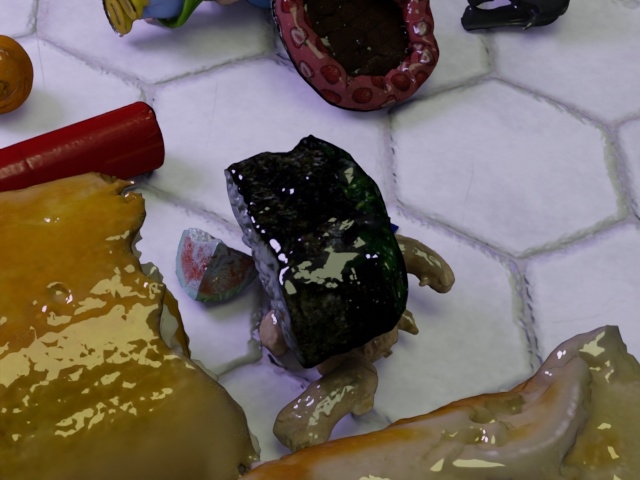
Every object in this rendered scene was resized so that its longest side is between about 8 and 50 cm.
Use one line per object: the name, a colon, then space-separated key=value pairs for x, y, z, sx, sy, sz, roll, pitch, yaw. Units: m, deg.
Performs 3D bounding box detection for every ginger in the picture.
ginger: x=0.009 y=0.087 z=1.302 sx=0.149 sy=0.065 sz=0.258 roll=16 pitch=51 yaw=22

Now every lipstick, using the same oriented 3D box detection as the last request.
lipstick: x=-0.280 y=-0.061 z=1.375 sx=0.280 sy=0.073 sz=0.073 roll=-22 pitch=54 yaw=-28

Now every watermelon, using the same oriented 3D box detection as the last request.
watermelon: x=-0.102 y=0.013 z=1.343 sx=0.085 sy=0.061 sz=0.085 roll=8 pitch=53 yaw=-11

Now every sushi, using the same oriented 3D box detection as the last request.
sushi: x=0.000 y=0.000 z=1.261 sx=0.127 sy=0.124 sz=0.225 roll=-19 pitch=41 yaw=-5

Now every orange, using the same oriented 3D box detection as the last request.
orange: x=-0.331 y=-0.168 z=1.461 sx=0.083 sy=0.083 sz=0.083 roll=6 pitch=46 yaw=-6

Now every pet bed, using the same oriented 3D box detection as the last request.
pet bed: x=0.040 y=-0.232 z=1.561 sx=0.201 sy=0.053 sz=0.201 roll=8 pitch=72 yaw=-27

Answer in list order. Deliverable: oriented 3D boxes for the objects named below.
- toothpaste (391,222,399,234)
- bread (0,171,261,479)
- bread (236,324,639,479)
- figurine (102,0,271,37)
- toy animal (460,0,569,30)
toothpaste: x=0.055 y=0.006 z=1.416 sx=0.024 sy=0.015 sz=0.083 roll=25 pitch=42 yaw=3
bread: x=-0.253 y=0.125 z=1.079 sx=0.394 sy=0.250 sz=0.361 roll=-13 pitch=50 yaw=-21
bread: x=0.042 y=0.284 z=0.879 sx=0.390 sy=0.371 sz=0.279 roll=-17 pitch=63 yaw=-22
figurine: x=-0.117 y=-0.310 z=1.592 sx=0.263 sy=0.162 sz=0.143 roll=-30 pitch=84 yaw=-26
toy animal: x=0.215 y=-0.343 z=1.725 sx=0.146 sy=0.114 sz=0.245 roll=-11 pitch=71 yaw=-12
